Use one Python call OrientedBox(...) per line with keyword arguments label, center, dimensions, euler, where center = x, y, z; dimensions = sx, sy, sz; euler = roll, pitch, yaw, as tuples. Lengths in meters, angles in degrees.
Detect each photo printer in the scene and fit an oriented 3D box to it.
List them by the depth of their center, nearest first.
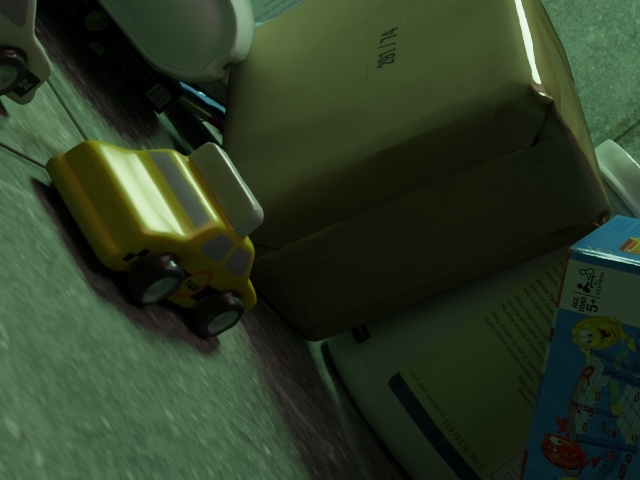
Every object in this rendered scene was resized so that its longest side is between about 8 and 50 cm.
OrientedBox(label="photo printer", center=(-0.174, -0.277, 1.216), dimensions=(0.307, 0.107, 0.256), euler=(51, 6, -14))

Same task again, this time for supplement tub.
OrientedBox(label="supplement tub", center=(0.196, 0.082, 1.256), dimensions=(0.235, 0.325, 0.235), euler=(52, 7, -9))

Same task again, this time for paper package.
OrientedBox(label="paper package", center=(0.073, -0.105, 1.218), dimensions=(0.168, 0.309, 0.325), euler=(55, 21, -33))

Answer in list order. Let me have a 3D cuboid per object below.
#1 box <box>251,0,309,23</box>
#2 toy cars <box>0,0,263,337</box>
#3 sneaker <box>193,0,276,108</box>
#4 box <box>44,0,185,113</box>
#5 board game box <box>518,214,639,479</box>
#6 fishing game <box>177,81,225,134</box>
OrientedBox(label="box", center=(-0.042, -0.216, 1.731), dimensions=(0.345, 0.168, 0.215), euler=(56, 3, -22))
OrientedBox(label="toy cars", center=(-0.146, -0.086, 0.811), dimensions=(0.393, 0.087, 0.176), euler=(50, 7, -24))
OrientedBox(label="sneaker", center=(-0.138, -0.247, 1.450), dimensions=(0.283, 0.122, 0.110), euler=(40, 3, 22))
OrientedBox(label="box", center=(-0.214, -0.216, 1.263), dimensions=(0.207, 0.036, 0.114), euler=(46, 9, -46))
OrientedBox(label="board game box", center=(0.211, 0.145, 0.988), dimensions=(0.086, 0.302, 0.308), euler=(13, 8, 17))
OrientedBox(label="fishing game", center=(-0.085, -0.114, 1.471), dimensions=(0.189, 0.041, 0.264), euler=(36, 8, 23))
